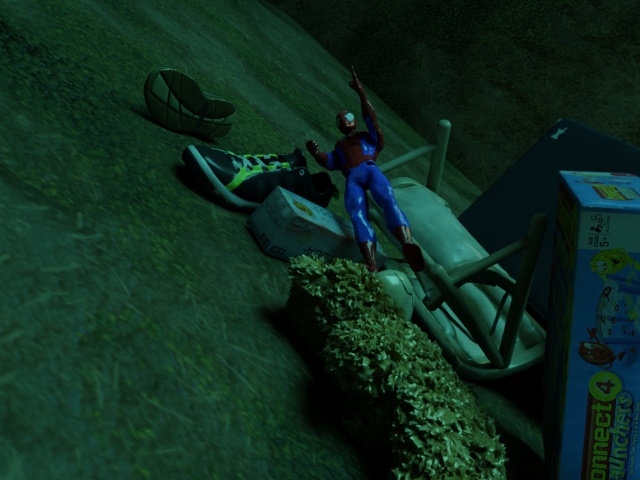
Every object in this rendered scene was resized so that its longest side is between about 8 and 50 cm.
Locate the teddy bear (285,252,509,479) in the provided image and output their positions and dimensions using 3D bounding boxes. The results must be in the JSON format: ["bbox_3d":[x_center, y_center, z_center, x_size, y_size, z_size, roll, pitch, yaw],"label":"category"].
[{"bbox_3d":[0.086,0.133,0.766,0.245,0.113,0.338,34,16,-29],"label":"teddy bear"}]

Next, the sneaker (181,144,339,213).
[{"bbox_3d":[-0.067,-0.085,1.045,0.235,0.097,0.084,23,23,-48],"label":"sneaker"}]

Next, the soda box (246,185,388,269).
[{"bbox_3d":[0.000,0.000,1.028,0.183,0.063,0.058,25,23,-46],"label":"soda box"}]

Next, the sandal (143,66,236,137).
[{"bbox_3d":[-0.178,-0.181,1.125,0.049,0.072,0.180,30,8,27],"label":"sandal"}]

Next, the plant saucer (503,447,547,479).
[{"bbox_3d":[0.232,0.278,0.842,0.200,0.037,0.200,37,15,-12],"label":"plant saucer"}]

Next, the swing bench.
[{"bbox_3d":[0.171,0.026,1.127,0.253,0.165,0.254,55,-14,47],"label":"swing bench"}]

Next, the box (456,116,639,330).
[{"bbox_3d":[0.524,0.103,1.349,0.472,0.297,0.480,45,5,-22],"label":"box"}]

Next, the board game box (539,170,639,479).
[{"bbox_3d":[0.282,0.093,0.862,0.086,0.302,0.308,3,10,12],"label":"board game box"}]

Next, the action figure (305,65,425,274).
[{"bbox_3d":[0.040,-0.090,1.009,0.139,0.091,0.280,56,14,-41],"label":"action figure"}]
